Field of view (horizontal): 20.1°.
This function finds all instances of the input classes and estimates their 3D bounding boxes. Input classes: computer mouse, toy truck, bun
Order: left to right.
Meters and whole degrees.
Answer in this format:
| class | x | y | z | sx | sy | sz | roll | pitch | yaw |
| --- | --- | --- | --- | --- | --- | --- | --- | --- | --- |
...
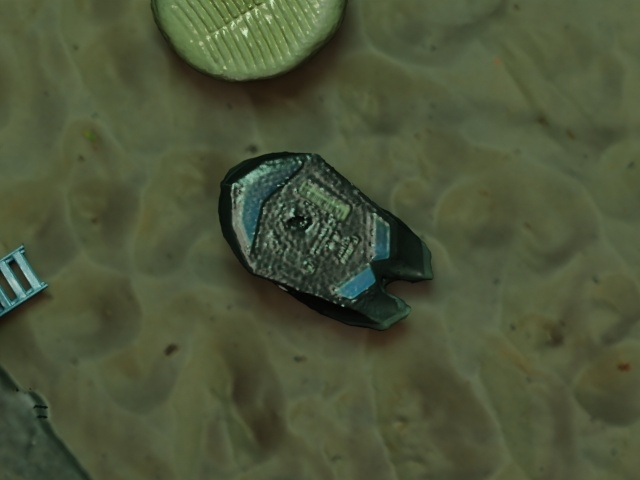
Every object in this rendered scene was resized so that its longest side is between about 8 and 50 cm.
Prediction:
| class | x | y | z | sx | sy | sz | roll | pitch | yaw |
| --- | --- | --- | --- | --- | --- | --- | --- | --- | --- |
| toy truck | -0.204 | 0.037 | 1.039 | 0.073 | 0.090 | 0.056 | -35 | 87 | 44 |
| bun | -0.040 | -0.148 | 1.038 | 0.115 | 0.069 | 0.115 | 1 | 109 | 4 |
| computer mouse | 0.000 | 0.000 | 1.043 | 0.135 | 0.047 | 0.079 | 30 | 82 | -7 |
